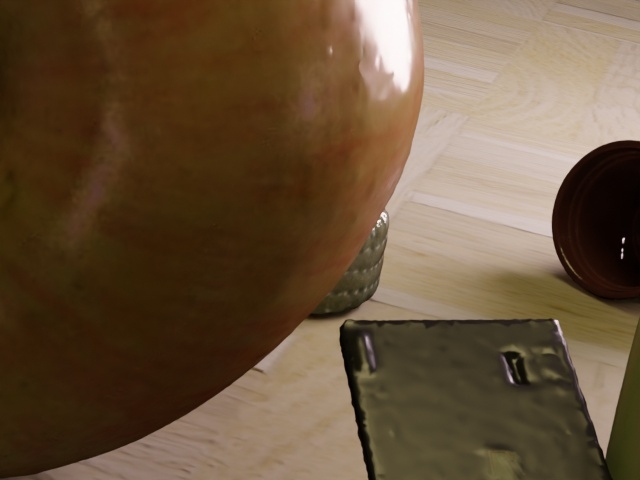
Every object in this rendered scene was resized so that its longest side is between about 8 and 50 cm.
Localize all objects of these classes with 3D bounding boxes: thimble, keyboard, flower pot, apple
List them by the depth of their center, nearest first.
[{"bbox_3d":[0.077,0.146,0.591,0.106,0.027,0.317,2,42,-12],"label":"keyboard"},{"bbox_3d":[-0.149,-0.090,0.765,0.391,0.391,0.346,11,18,0],"label":"apple"},{"bbox_3d":[0.000,0.000,1.057,0.084,0.062,0.110,17,21,15],"label":"thimble"},{"bbox_3d":[0.228,-0.008,1.170,0.111,0.111,0.089,29,11,40],"label":"flower pot"}]

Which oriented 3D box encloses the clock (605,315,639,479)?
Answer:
[{"bbox_3d":[0.227,0.005,0.742,0.117,0.348,0.286,19,22,21],"label":"clock"}]
